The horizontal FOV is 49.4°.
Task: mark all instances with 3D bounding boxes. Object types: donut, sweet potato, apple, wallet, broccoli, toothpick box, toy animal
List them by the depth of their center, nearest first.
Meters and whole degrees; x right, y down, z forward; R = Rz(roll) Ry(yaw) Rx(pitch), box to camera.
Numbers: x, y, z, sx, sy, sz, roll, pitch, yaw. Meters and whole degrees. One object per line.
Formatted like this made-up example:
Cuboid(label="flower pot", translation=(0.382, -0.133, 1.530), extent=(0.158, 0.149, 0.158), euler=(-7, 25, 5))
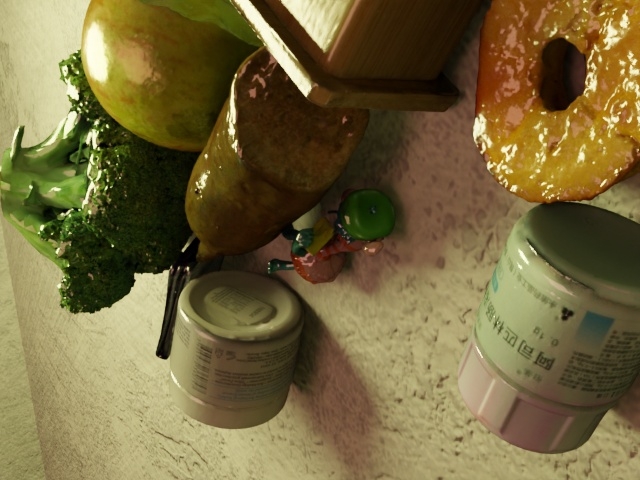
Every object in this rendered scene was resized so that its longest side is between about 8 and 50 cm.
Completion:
Cuboid(label="donut", translation=(0.202, -0.124, 0.543), extent=(0.174, 0.074, 0.190), euler=(-14, 84, 56))
Cuboid(label="toothpick box", translation=(0.078, -0.287, 0.586), extent=(0.187, 0.190, 0.308), euler=(56, 134, 29))
Cuboid(label="sweet potato", translation=(-0.074, -0.081, 0.816), extent=(0.369, 0.157, 0.158), euler=(-42, 66, 56))
Cuboid(label="toy animal", translation=(0.000, 0.000, 0.834), extent=(0.208, 0.103, 0.100), euler=(-16, 78, 58))
Cuboid(label="apple", translation=(-0.167, -0.235, 0.886), extent=(0.226, 0.246, 0.246), euler=(31, 124, 37))
Cuboid(label="wallet", translation=(-0.195, 0.067, 1.088), extent=(0.036, 0.167, 0.222), euler=(25, 130, 4))
Cuboid(label="broccoli", translation=(-0.328, -0.101, 1.102), extent=(0.309, 0.321, 0.414), euler=(14, 112, 21))

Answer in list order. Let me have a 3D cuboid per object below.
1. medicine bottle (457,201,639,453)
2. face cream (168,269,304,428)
Cuboid(label="medicine bottle", translation=(0.193, 0.071, 0.559), extent=(0.135, 0.135, 0.169), euler=(45, 136, 38))
Cuboid(label="face cream", translation=(-0.118, 0.147, 0.974), extent=(0.177, 0.177, 0.153), euler=(39, 127, 42))
